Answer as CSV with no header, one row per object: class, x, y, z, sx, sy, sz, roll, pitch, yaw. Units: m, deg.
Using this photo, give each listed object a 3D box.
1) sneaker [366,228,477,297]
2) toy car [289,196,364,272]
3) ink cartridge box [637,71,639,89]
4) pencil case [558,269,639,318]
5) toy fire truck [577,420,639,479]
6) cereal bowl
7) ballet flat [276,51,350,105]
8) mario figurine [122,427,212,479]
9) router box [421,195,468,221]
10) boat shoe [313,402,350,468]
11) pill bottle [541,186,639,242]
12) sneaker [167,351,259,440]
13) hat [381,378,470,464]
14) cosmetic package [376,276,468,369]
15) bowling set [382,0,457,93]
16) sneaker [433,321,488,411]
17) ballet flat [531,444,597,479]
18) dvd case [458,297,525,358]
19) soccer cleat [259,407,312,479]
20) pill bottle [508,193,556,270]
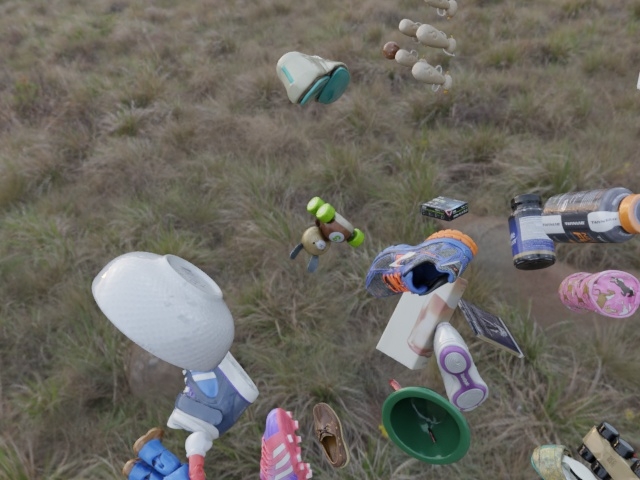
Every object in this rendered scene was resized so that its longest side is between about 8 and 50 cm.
sneaker,0.149,0.052,0.870,0.221,0.083,0.087,-32,18,47
toy car,0.000,0.000,1.522,0.188,0.155,0.149,-51,29,1
ink cartridge box,0.574,-0.229,0.643,0.306,0.131,0.226,26,66,-2
pencil case,0.951,0.183,1.814,0.167,0.386,0.160,-25,80,8
toy fire truck,0.875,0.660,1.485,0.246,0.158,0.217,25,17,-21
cereal bowl,-0.327,0.134,1.198,0.141,0.339,0.339,-52,46,4
ballet flat,-0.012,-0.276,0.883,0.086,0.086,0.248,5,15,13
mario figurine,-0.286,0.572,1.215,0.320,0.198,0.170,31,45,18
router box,0.402,-0.104,1.713,0.092,0.038,0.122,-24,27,-31
boat shoe,0.023,0.507,1.386,0.064,0.060,0.178,-33,55,12
pill bottle,0.662,-0.058,1.259,0.130,0.130,0.245,-21,6,-18
sneaker,-0.340,0.369,1.383,0.236,0.130,0.323,-43,73,-6
hat,0.236,0.342,1.131,0.208,0.173,0.183,28,28,18
cosmetic package,0.304,0.219,1.562,0.129,0.296,0.153,28,5,28
bowling set,0.307,-0.596,1.613,0.154,0.287,0.200,9,3,-37
sneaker,0.397,0.361,1.510,0.114,0.305,0.152,-17,31,8
ballet flat,0.723,0.695,1.424,0.123,0.123,0.348,-37,84,-34
dvd case,0.528,0.272,1.649,0.221,0.018,0.164,26,27,-27
soccer cleat,-0.074,0.392,0.945,0.095,0.248,0.083,-10,39,2
pill bottle,0.649,-0.027,1.635,0.122,0.123,0.219,-2,69,5
